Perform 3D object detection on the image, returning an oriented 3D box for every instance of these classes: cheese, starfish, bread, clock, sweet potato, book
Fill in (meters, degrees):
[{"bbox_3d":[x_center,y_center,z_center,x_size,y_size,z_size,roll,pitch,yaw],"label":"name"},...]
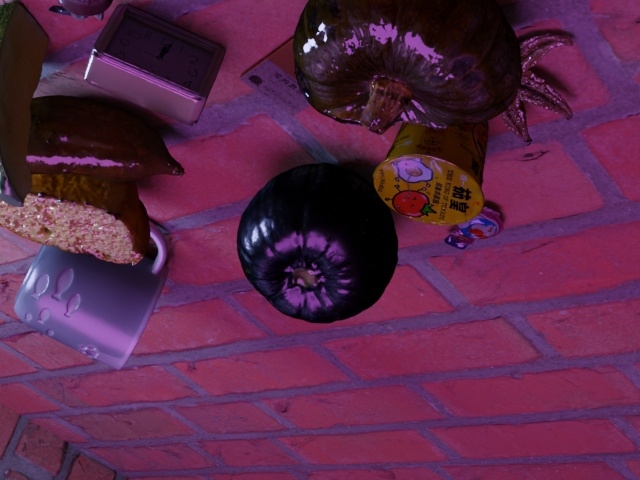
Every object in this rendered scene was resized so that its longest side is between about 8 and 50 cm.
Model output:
[{"bbox_3d":[0.278,-0.023,1.893,0.095,0.038,0.145,24,147,-11],"label":"cheese"},{"bbox_3d":[0.280,-0.241,1.543,0.227,0.043,0.240,37,139,-23],"label":"starfish"},{"bbox_3d":[-0.482,-0.094,2.023,0.340,0.179,0.194,14,147,9],"label":"bread"},{"bbox_3d":[-0.261,-0.282,1.644,0.192,0.147,0.071,23,134,-8],"label":"clock"},{"bbox_3d":[-0.427,-0.185,1.886,0.369,0.158,0.158,4,148,1],"label":"sweet potato"},{"bbox_3d":[-0.040,-0.269,1.688,0.118,0.012,0.172,33,145,-25],"label":"book"}]

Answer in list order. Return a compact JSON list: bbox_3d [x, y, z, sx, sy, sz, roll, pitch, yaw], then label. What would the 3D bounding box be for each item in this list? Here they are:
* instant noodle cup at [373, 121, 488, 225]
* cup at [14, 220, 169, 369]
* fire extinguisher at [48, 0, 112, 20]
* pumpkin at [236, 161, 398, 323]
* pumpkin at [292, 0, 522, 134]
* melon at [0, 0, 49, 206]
[{"bbox_3d":[0.189,-0.134,1.663,0.182,0.144,0.182,14,149,8],"label":"instant noodle cup"},{"bbox_3d":[-0.490,0.077,2.264,0.274,0.259,0.357,25,117,-12],"label":"cup"},{"bbox_3d":[-0.350,-0.416,1.526,0.104,0.105,0.269,21,149,-6],"label":"fire extinguisher"},{"bbox_3d":[0.000,0.000,1.890,0.315,0.238,0.315,4,131,5],"label":"pumpkin"},{"bbox_3d":[0.098,-0.273,1.397,0.324,0.242,0.232,2,151,21],"label":"pumpkin"},{"bbox_3d":[-0.540,-0.219,1.740,0.124,0.324,0.196,10,158,-30],"label":"melon"}]
